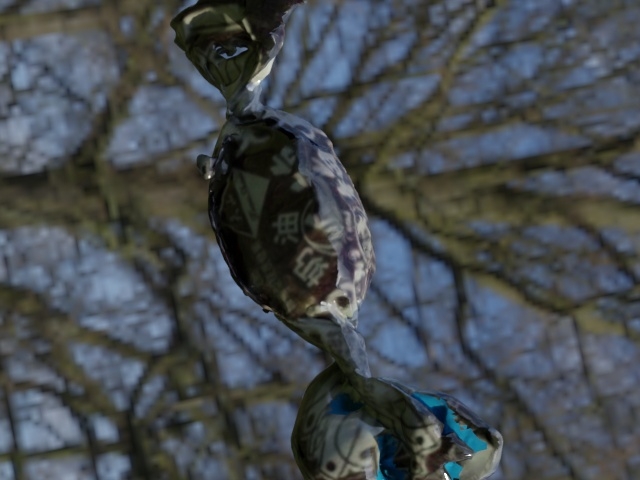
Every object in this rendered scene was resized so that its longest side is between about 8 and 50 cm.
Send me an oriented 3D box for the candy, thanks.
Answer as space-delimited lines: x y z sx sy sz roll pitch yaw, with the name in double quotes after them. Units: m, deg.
0.000 0.000 0.767 0.094 0.051 0.226 -32 -102 29 "candy"
